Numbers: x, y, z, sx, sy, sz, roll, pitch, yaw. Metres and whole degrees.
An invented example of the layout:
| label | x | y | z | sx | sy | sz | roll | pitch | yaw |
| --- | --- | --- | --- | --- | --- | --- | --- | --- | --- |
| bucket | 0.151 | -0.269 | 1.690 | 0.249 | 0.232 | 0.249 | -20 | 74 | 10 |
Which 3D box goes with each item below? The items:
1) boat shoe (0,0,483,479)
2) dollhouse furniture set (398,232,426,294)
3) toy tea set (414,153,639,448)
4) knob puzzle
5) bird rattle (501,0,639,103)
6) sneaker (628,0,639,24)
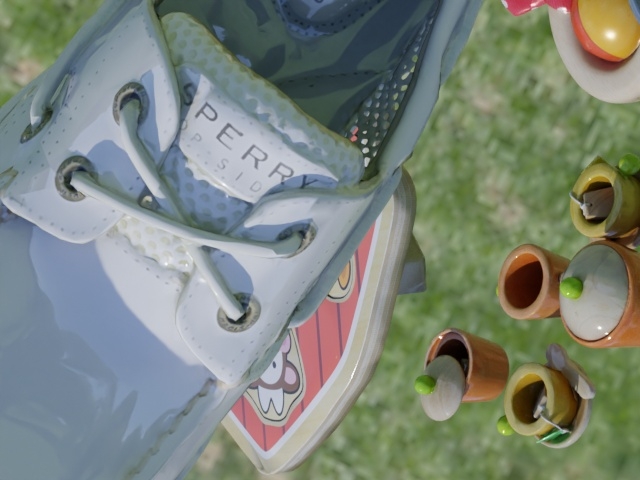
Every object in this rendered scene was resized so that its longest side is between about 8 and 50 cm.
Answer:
| label | x | y | z | sx | sy | sz | roll | pitch | yaw |
| --- | --- | --- | --- | --- | --- | --- | --- | --- | --- |
| boat shoe | -0.032 | -0.022 | 0.502 | 0.098 | 0.277 | 0.096 | 35 | 160 | -12 |
| dollhouse furniture set | 0.000 | 0.000 | 1.124 | 0.091 | 0.114 | 0.081 | -6 | 145 | -30 |
| toy tea set | 0.196 | 0.074 | 1.827 | 0.124 | 0.200 | 0.336 | 11 | 131 | -35 |
| knob puzzle | -0.030 | -0.011 | 0.712 | 0.030 | 0.213 | 0.213 | -6 | -176 | -32 |
| bird rattle | 0.221 | -0.209 | 1.565 | 0.143 | 0.207 | 0.253 | -4 | 168 | -35 |
| sneaker | 0.198 | -0.164 | 1.165 | 0.053 | 0.152 | 0.061 | -12 | 148 | -1 |
